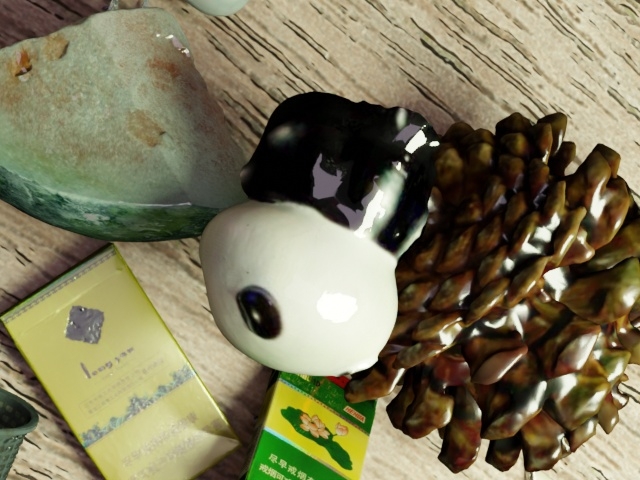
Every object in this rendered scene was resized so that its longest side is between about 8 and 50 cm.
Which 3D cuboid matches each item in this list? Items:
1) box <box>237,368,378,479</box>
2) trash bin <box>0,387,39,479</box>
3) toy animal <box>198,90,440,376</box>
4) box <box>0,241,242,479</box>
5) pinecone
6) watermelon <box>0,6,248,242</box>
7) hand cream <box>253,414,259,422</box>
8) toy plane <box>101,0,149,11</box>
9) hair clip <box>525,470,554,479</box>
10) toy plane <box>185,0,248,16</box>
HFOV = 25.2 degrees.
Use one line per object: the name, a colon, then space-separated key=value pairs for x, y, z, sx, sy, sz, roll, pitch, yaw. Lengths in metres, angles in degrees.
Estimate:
box: x=-0.012 y=0.227 z=1.596 sx=0.132 sy=0.235 sz=0.034 roll=33 pitch=126 yaw=-12
trash bin: x=-0.404 y=0.240 z=1.518 sx=0.175 sy=0.175 sz=0.161 roll=16 pitch=95 yaw=-13
toy animal: x=-0.007 y=0.001 z=1.404 sx=0.212 sy=0.212 sz=0.267 roll=29 pitch=75 yaw=-12
box: x=-0.224 y=0.159 z=1.618 sx=0.153 sy=0.041 sz=0.279 roll=-33 pitch=97 yaw=-11
pinecone: x=0.199 y=0.074 z=1.561 sx=0.397 sy=0.398 sz=0.398 roll=0 pitch=90 yaw=-14
watermelon: x=-0.224 y=-0.131 z=1.538 sx=0.387 sy=0.228 sz=0.258 roll=18 pitch=83 yaw=-6
hand cream: x=-0.047 y=0.244 z=1.678 sx=0.030 sy=0.019 sz=0.093 roll=-23 pitch=88 yaw=-11
toy plane: x=-0.229 y=-0.253 z=1.627 sx=0.084 sy=0.024 sz=0.078 roll=-14 pitch=94 yaw=-7
hair clip: x=0.320 y=0.363 z=1.757 sx=0.072 sy=0.034 sz=0.226 roll=-26 pitch=94 yaw=-16
toy plane: x=-0.154 y=-0.375 z=1.597 sx=0.266 sy=0.122 sz=0.267 roll=5 pitch=80 yaw=-29
